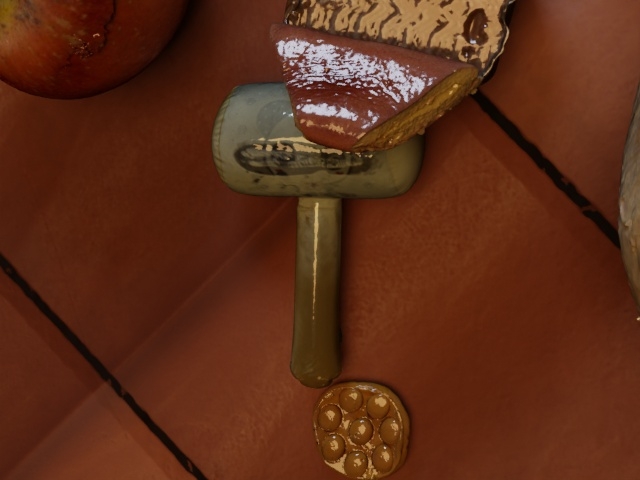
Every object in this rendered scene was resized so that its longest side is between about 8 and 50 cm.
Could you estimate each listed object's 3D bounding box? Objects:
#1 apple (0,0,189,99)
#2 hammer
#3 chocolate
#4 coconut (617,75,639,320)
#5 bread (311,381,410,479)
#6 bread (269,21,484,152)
[{"bbox_3d":[-0.239,-0.272,1.000,0.252,0.206,0.271,-21,95,36],"label":"apple"},{"bbox_3d":[0.000,0.000,1.037,0.202,0.113,0.305,3,105,18],"label":"hammer"},{"bbox_3d":[0.082,-0.228,0.976,0.214,0.093,0.148,17,105,13],"label":"chocolate"},{"bbox_3d":[0.395,-0.050,0.741,0.405,0.404,0.404,3,100,15],"label":"coconut"},{"bbox_3d":[0.042,0.195,1.093,0.110,0.024,0.110,3,99,17],"label":"bread"},{"bbox_3d":[0.028,-0.123,0.917,0.192,0.067,0.119,19,67,18],"label":"bread"}]
